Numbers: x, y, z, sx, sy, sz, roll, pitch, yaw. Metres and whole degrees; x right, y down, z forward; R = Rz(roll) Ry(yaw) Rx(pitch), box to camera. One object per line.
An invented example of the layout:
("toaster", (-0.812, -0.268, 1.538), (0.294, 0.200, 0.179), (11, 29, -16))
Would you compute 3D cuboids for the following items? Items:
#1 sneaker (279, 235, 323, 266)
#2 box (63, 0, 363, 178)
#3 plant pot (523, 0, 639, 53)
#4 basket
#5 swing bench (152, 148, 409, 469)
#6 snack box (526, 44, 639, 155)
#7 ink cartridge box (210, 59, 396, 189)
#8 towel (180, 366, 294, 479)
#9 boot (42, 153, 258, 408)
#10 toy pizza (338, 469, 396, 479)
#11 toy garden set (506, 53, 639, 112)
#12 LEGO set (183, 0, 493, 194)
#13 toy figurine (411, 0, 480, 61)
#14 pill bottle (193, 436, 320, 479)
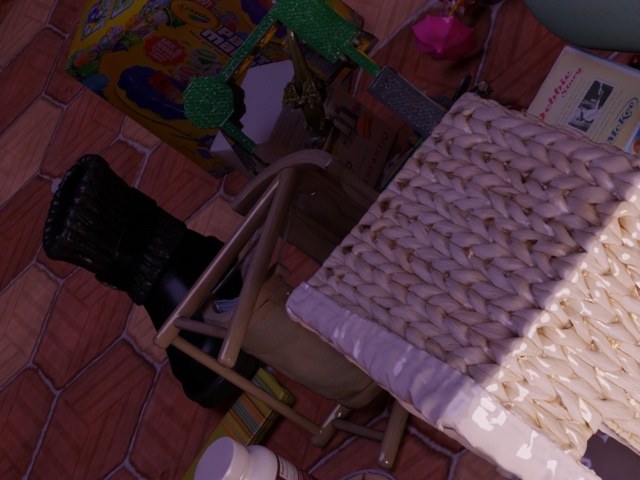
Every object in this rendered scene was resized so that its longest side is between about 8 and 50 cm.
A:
("sneaker", (0.000, 0.000, 2.110), (0.209, 0.069, 0.082), (-1, 63, 55))
("box", (-0.147, -0.275, 2.384), (0.279, 0.290, 0.177), (-27, 39, 41))
("plant pot", (0.369, -0.310, 1.615), (0.334, 0.341, 0.341), (6, 64, 58))
("basket", (0.212, 0.083, 1.451), (0.266, 0.328, 0.331), (-53, 29, -2))
("swing bench", (0.007, 0.069, 1.837), (0.165, 0.253, 0.255), (8, 66, 58))
("snack box", (0.232, -0.029, 1.715), (0.322, 0.060, 0.187), (-60, 30, 4))
("ink cartridge box", (-0.019, -0.124, 2.158), (0.127, 0.176, 0.128), (-5, 57, 51))
("towel", (-0.119, 0.265, 2.061), (0.237, 0.021, 0.102), (-55, 24, 2))
("boot", (-0.222, 0.050, 2.183), (0.131, 0.260, 0.348), (-47, 30, 13))
("toy pizza", (0.014, 0.326, 1.785), (0.201, 0.032, 0.201), (-36, 34, 29))
("toy garden set", (0.260, -0.093, 1.850), (0.244, 0.049, 0.204), (-2, 59, 56))
("LEGO set", (0.018, -0.148, 2.009), (0.255, 0.331, 0.192), (-59, -7, 8))
("toy figurine", (0.172, -0.302, 2.150), (0.159, 0.130, 0.173), (-62, 7, 6))
("pill bottle", (-0.053, 0.264, 1.757), (0.086, 0.152, 0.086), (-38, 32, 30))
